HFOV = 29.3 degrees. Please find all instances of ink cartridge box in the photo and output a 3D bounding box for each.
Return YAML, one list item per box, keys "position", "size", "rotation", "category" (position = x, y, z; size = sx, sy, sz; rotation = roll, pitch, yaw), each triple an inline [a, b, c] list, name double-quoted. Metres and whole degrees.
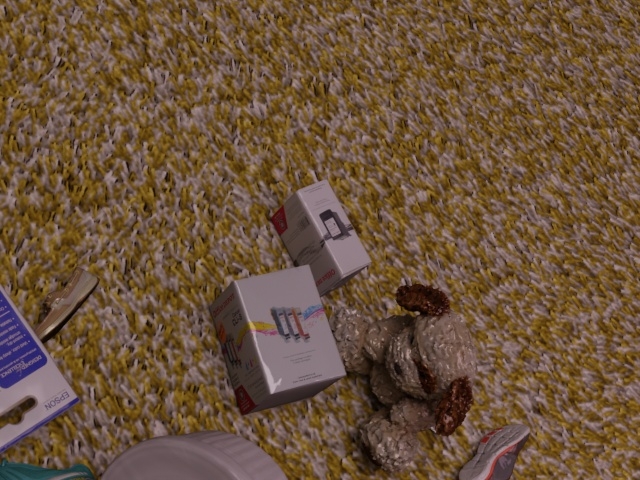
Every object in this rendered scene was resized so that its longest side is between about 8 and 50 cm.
- position: [-0.066, 0.144, 1.784]
  size: [0.127, 0.128, 0.176]
  rotation: [-11, 73, -27]
  category: "ink cartridge box"
- position: [-0.500, 0.116, 1.641]
  size: [0.175, 0.069, 0.371]
  rotation: [-33, 82, -31]
  category: "ink cartridge box"
- position: [0.000, 0.000, 1.882]
  size: [0.063, 0.109, 0.150]
  rotation: [-23, 80, -32]
  category: "ink cartridge box"

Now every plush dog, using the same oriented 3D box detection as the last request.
- position: [0.154, 0.187, 1.805]
  size: [0.210, 0.225, 0.263]
  rotation: [-11, 74, -27]
  category: "plush dog"

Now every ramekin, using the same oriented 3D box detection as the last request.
- position: [-0.146, 0.363, 1.535]
  size: [0.273, 0.273, 0.127]
  rotation: [61, 28, 8]
  category: "ramekin"

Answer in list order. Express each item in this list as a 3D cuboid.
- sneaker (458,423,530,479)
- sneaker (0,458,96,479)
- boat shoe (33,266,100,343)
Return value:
- position: [0.274, 0.347, 1.903]
  size: [0.158, 0.061, 0.065]
  rotation: [-38, 114, -30]
  category: "sneaker"
- position: [-0.420, 0.342, 1.580]
  size: [0.275, 0.107, 0.110]
  rotation: [0, 35, -17]
  category: "sneaker"
- position: [-0.366, 0.090, 1.723]
  size: [0.045, 0.050, 0.135]
  rotation: [38, 49, -2]
  category: "boat shoe"
